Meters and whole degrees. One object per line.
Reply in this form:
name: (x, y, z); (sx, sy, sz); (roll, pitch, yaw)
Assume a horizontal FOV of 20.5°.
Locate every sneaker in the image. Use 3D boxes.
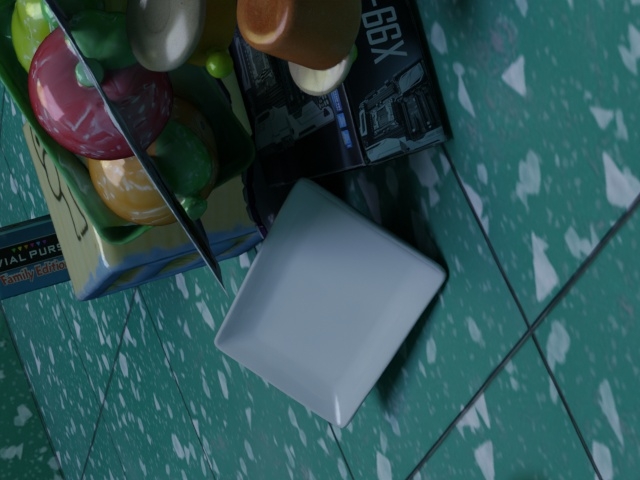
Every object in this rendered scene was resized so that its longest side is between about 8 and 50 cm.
sneaker: (0.000, 0.000, 1.570); (0.098, 0.083, 0.223); (15, 127, 45)

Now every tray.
tray: (0.007, 0.053, 1.510); (0.145, 0.030, 0.270); (34, 142, 4)

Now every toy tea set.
toy tea set: (-0.064, -0.232, 1.296); (0.200, 0.124, 0.336); (-41, 60, 37)

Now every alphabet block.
alphabet block: (-0.169, -0.069, 1.761); (0.192, 0.193, 0.197); (-31, 77, 68)

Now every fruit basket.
fruit basket: (-0.156, -0.122, 1.423); (0.327, 0.165, 0.353); (58, 174, -9)

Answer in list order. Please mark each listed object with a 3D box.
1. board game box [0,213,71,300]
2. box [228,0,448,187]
board game box: (-0.367, 0.019, 2.143); (0.254, 0.336, 0.079); (177, 77, -69)
box: (-0.015, -0.205, 1.413); (0.242, 0.076, 0.307); (174, 80, -70)
